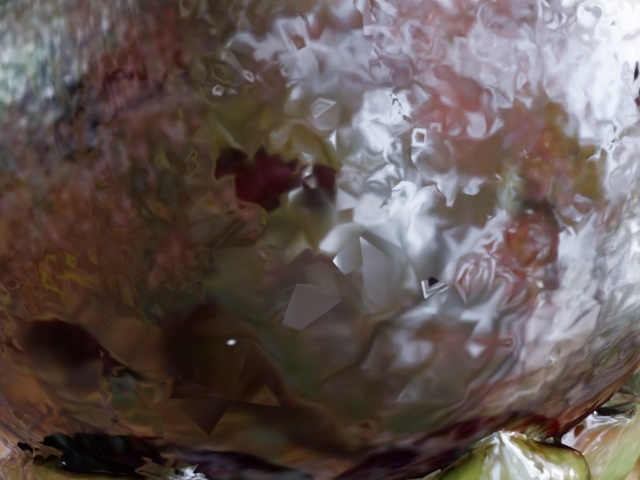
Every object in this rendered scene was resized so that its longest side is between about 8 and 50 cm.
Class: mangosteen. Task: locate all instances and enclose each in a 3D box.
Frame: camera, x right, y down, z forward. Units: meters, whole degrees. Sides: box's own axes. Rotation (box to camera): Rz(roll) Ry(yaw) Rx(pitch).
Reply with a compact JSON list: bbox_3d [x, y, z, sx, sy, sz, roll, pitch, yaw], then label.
[{"bbox_3d":[-0.001,-0.016,0.499,0.300,0.300,0.300,12,74,-50],"label":"mangosteen"}]
